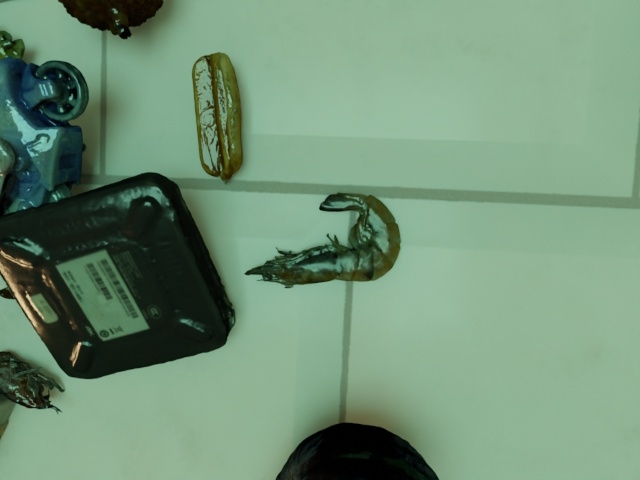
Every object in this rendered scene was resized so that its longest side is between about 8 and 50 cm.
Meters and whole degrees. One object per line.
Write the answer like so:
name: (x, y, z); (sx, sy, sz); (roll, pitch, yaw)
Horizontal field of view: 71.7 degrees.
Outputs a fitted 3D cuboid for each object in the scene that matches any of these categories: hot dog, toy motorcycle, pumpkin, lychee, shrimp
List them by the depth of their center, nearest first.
pumpkin: (0.037, 0.478, 0.695); (0.266, 0.363, 0.364); (34, 96, -4)
lychee: (-0.365, -0.455, 0.757); (0.200, 0.200, 0.239); (-15, 80, 6)
toy motorcycle: (-0.538, -0.169, 0.767); (0.240, 0.182, 0.319); (11, 109, -22)
hot dog: (-0.186, -0.221, 0.818); (0.092, 0.062, 0.236); (2, 99, 21)
shrimp: (0.000, 0.000, 0.822); (0.295, 0.058, 0.169); (-6, 86, 2)
shrimp: (-0.590, 0.289, 0.887); (0.190, 0.073, 0.075); (30, 139, 12)

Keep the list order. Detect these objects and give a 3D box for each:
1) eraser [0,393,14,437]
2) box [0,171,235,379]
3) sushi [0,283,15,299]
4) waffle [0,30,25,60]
eraser: (-0.742, 0.456, 0.873); (0.078, 0.144, 0.344); (29, 95, 4)
box: (-0.362, 0.082, 0.791); (0.350, 0.091, 0.360); (-16, 113, 5)
sushi: (-0.582, 0.063, 0.880); (0.120, 0.052, 0.055); (-43, 104, 9)
waffle: (-0.660, -0.311, 0.859); (0.203, 0.054, 0.224); (17, 95, 15)
